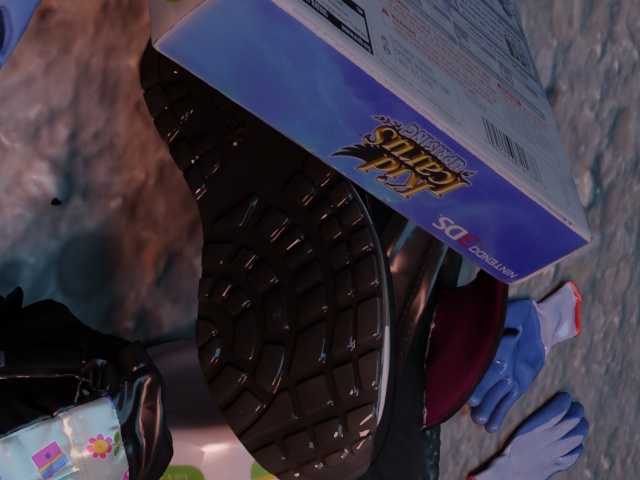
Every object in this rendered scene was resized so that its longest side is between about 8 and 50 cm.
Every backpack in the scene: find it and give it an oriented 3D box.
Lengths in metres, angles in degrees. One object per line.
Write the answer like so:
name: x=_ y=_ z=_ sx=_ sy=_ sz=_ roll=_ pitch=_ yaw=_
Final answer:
backpack: x=-0.171 y=0.105 z=0.657 sx=0.182 sy=0.152 sz=0.115 roll=-25 pitch=109 yaw=-29

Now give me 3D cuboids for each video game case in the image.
video game case: x=0.019 y=-0.134 z=0.749 sx=0.269 sy=0.061 sz=0.244 roll=32 pitch=37 yaw=-40

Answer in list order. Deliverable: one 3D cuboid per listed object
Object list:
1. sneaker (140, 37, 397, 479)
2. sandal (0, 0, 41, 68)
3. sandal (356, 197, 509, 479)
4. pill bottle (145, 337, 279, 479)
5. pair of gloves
sneaker: x=0.000 y=0.000 z=0.762 sx=0.124 sy=0.107 sz=0.283 roll=33 pitch=36 yaw=-52
sandal: x=-0.202 y=-0.056 z=0.613 sx=0.317 sy=0.126 sz=0.138 roll=-59 pitch=159 yaw=-22
sandal: x=0.061 y=0.062 z=0.930 sx=0.168 sy=0.107 sz=0.445 roll=-10 pitch=105 yaw=-48
pill bottle: x=-0.053 y=0.189 z=0.812 sx=0.136 sy=0.136 sz=0.245 roll=-22 pitch=116 yaw=-44
pair of gloves: x=0.163 y=0.132 z=1.130 sx=0.159 sy=0.023 sz=0.198 roll=-28 pitch=119 yaw=-41
